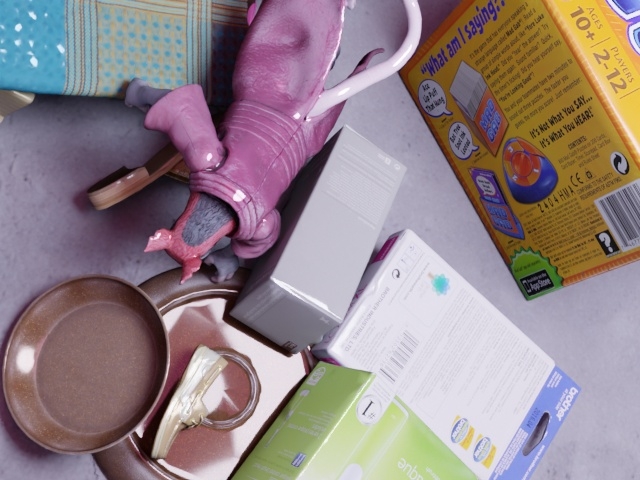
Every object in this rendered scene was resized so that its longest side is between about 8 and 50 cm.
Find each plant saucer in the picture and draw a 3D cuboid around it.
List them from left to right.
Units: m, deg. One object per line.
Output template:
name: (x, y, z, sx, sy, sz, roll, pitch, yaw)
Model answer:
plant saucer: (-0.252, 0.137, 1.127, 0.198, 0.036, 0.199, -5, 71, 14)
plant saucer: (-0.119, 0.174, 1.185, 0.310, 0.050, 0.311, 3, 76, -14)

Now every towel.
towel: (-0.232, -0.288, 1.104, 0.370, 0.040, 0.272, -1, 95, -41)

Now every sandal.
sandal: (-0.158, -0.082, 1.228, 0.240, 0.088, 0.079, -33, 110, -21)

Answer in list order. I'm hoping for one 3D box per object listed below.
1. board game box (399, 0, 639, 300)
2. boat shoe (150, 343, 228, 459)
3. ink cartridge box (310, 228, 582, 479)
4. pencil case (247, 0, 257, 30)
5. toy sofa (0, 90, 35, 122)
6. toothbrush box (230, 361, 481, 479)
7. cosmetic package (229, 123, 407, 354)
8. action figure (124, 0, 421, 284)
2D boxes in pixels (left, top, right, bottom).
board game box: (0.379, -0.188, 1.249, 0.356, 0.356, 0.356, -28, 86, -20)
boat shoe: (-0.143, 0.181, 1.124, 0.045, 0.050, 0.135, 25, 71, -3)
ink cartridge box: (0.158, 0.156, 1.244, 0.311, 0.065, 0.186, 40, 68, -11)
pencil case: (-0.180, -0.290, 1.258, 0.209, 0.095, 0.098, 18, 68, -14)
toy sofa: (-0.368, -0.325, 1.197, 0.150, 0.177, 0.363, 29, 68, -32)
toothbrush box: (0.011, 0.308, 1.122, 0.206, 0.122, 0.283, 47, 69, -22)
cosmetic package: (0.000, 0.000, 1.190, 0.107, 0.127, 0.238, 35, 53, -10)
action figure: (-0.051, -0.096, 1.089, 0.248, 0.275, 0.370, 53, 50, -35)
